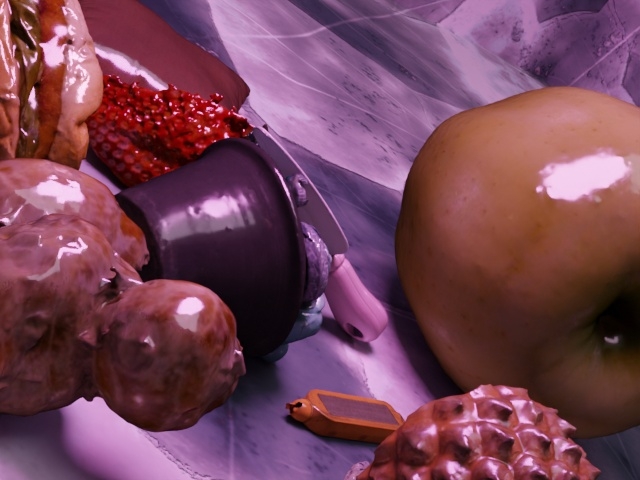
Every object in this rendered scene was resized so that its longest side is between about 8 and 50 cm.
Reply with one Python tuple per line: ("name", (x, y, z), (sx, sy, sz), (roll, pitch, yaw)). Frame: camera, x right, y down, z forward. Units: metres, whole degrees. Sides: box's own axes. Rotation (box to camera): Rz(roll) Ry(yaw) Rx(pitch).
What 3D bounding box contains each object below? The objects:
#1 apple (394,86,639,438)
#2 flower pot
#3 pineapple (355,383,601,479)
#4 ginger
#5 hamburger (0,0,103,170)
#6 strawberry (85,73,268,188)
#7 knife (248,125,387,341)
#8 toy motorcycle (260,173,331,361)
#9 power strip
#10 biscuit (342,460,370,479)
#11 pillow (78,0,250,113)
("apple", (0.315, 0.016, 1.811), (0.474, 0.473, 0.473), (32, 21, -14))
("flower pot", (-0.138, 0.017, 1.424), (0.148, 0.235, 0.235), (-9, 47, -35))
("pineapple", (0.181, 0.314, 1.182), (0.223, 0.223, 0.357), (12, 41, -49))
("ginger", (-0.241, 0.036, 1.231), (0.256, 0.176, 0.375), (-3, 30, -32))
("hamburger", (-0.358, -0.215, 1.520), (0.162, 0.209, 0.330), (16, 28, -46))
("strawberry", (-0.186, -0.102, 1.684), (0.236, 0.175, 0.106), (7, 55, 9))
("knife", (0.002, 0.001, 1.638), (0.081, 0.043, 0.336), (15, -35, 42))
("toy motorcycle", (-0.060, 0.029, 1.542), (0.109, 0.198, 0.296), (-8, 27, -24))
("power strip", (0.027, 0.195, 1.527), (0.178, 0.028, 0.049), (16, 30, -45))
("biscuit", (0.110, 0.327, 1.361), (0.250, 0.046, 0.147), (39, 21, 5))
("pillow", (-0.227, -0.228, 1.890), (0.305, 0.108, 0.308), (33, 21, -17))
